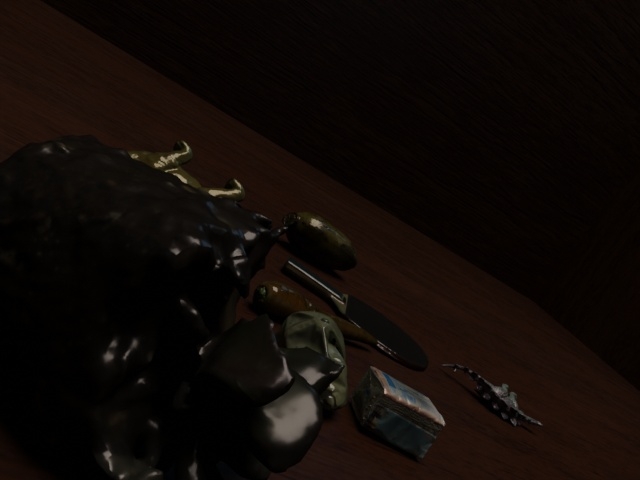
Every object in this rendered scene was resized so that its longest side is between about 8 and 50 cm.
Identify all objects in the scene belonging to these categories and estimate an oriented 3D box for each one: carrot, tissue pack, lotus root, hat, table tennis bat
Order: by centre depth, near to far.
[{"bbox_3d":[0.089,0.201,0.787,0.095,0.058,0.074,31,9,-16],"label":"tissue pack"},{"bbox_3d":[0.003,0.136,0.800,0.122,0.081,0.166,39,2,12],"label":"hat"},{"bbox_3d":[0.000,0.113,0.958,0.255,0.049,0.049,29,12,-38],"label":"carrot"},{"bbox_3d":[0.063,0.125,1.142,0.301,0.022,0.173,35,11,-2],"label":"table tennis bat"},{"bbox_3d":[0.000,0.000,1.319,0.179,0.089,0.080,34,53,-23],"label":"lotus root"}]

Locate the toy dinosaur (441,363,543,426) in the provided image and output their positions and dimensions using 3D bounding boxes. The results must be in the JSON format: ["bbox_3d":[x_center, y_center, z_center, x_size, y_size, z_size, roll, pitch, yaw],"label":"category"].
[{"bbox_3d":[0.306,0.272,1.175,0.209,0.039,0.082,34,12,2],"label":"toy dinosaur"}]

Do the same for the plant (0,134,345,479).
[{"bbox_3d":[-0.113,0.056,0.477,0.276,0.188,0.199,36,12,9],"label":"plant"}]

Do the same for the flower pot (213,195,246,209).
[{"bbox_3d":[-0.135,0.011,0.867,0.111,0.111,0.089,27,25,-34],"label":"flower pot"}]

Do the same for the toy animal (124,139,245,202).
[{"bbox_3d":[-0.241,-0.093,1.059,0.219,0.103,0.101,38,35,-2],"label":"toy animal"}]
